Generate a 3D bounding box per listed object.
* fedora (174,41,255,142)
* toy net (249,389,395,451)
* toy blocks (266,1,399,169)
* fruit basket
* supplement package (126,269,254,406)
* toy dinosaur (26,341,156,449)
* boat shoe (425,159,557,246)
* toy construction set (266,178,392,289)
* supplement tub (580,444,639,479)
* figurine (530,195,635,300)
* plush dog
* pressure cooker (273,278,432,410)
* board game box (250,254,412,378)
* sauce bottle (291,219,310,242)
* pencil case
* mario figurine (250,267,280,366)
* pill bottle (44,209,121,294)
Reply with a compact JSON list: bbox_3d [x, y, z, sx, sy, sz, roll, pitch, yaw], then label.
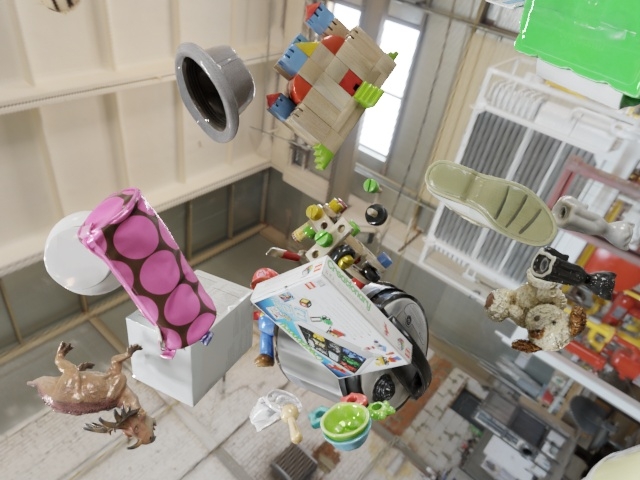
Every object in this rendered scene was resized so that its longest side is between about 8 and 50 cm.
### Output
[{"bbox_3d":[-0.253,-0.389,1.176,0.124,0.244,0.275,-38,-6,-23],"label":"fedora"},{"bbox_3d":[-0.013,0.249,0.695,0.122,0.232,0.045,-35,-65,-48],"label":"toy net"},{"bbox_3d":[0.003,-0.409,1.172,0.261,0.190,0.381,36,-94,-21],"label":"toy blocks"},{"bbox_3d":[0.445,-0.275,0.582,0.352,0.327,0.166,-12,-49,-25],"label":"fruit basket"},{"bbox_3d":[-0.328,0.242,1.213,0.262,0.198,0.199,-42,-36,-55],"label":"supplement package"},{"bbox_3d":[-0.497,0.335,0.997,0.200,0.295,0.127,-94,15,-44],"label":"toy dinosaur"},{"bbox_3d":[0.381,-0.084,1.044,0.113,0.302,0.103,-55,-21,2],"label":"boat shoe"},{"bbox_3d":[0.000,0.000,1.138,0.308,0.258,0.237,-21,-20,26],"label":"toy construction set"},{"bbox_3d":[0.496,0.379,0.597,0.235,0.235,0.325,-41,-22,-30],"label":"supplement tub"},{"bbox_3d":[0.651,0.022,1.127,0.092,0.209,0.215,-142,71,-81],"label":"figurine"},{"bbox_3d":[0.668,0.229,1.405,0.210,0.225,0.262,27,-54,-33],"label":"plush dog"},{"bbox_3d":[0.119,0.304,1.349,0.369,0.420,0.376,3,-87,-45],"label":"pressure cooker"},{"bbox_3d":[0.027,0.173,0.960,0.305,0.193,0.053,47,-142,-27],"label":"board game box"},{"bbox_3d":[-0.031,-0.042,1.455,0.128,0.042,0.042,-37,-23,13],"label":"sauce bottle"},{"bbox_3d":[-0.210,0.044,0.573,0.098,0.095,0.209,-51,-52,-38],"label":"pencil case"},{"bbox_3d":[-0.171,0.241,1.511,0.198,0.321,0.170,3,-24,-33],"label":"mario figurine"},{"bbox_3d":[-0.497,0.018,1.057,0.182,0.181,0.323,-57,11,0],"label":"pill bottle"}]
